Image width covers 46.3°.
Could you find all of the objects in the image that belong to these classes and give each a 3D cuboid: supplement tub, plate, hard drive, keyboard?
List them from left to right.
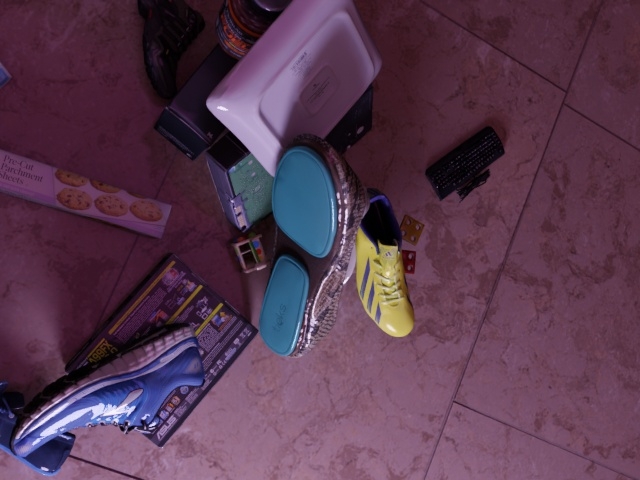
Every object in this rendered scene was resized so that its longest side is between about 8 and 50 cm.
[{"bbox_3d":[-0.094,-0.346,1.129,0.105,0.198,0.106,1,86,-17],"label":"supplement tub"},{"bbox_3d":[-0.043,-0.181,1.326,0.339,0.237,0.064,-43,69,-16],"label":"hard drive"},{"bbox_3d":[-0.016,-0.240,1.147,0.045,0.278,0.277,41,88,27],"label":"plate"},{"bbox_3d":[0.314,-0.153,1.554,0.192,0.038,0.100,-36,101,-16],"label":"keyboard"}]

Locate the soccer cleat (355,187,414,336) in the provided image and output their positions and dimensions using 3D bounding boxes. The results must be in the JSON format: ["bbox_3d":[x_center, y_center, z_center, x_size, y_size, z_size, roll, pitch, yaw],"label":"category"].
[{"bbox_3d":[0.116,0.045,1.383,0.093,0.121,0.289,-18,95,-20],"label":"soccer cleat"}]

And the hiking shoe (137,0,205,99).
[{"bbox_3d":[-0.257,-0.364,1.323,0.114,0.086,0.227,-6,91,-17],"label":"hiking shoe"}]

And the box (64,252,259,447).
[{"bbox_3d":[-0.275,0.191,1.322,0.216,0.060,0.270,43,76,-14],"label":"box"}]

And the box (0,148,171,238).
[{"bbox_3d":[-0.418,-0.079,1.271,0.323,0.063,0.067,19,82,-19],"label":"box"}]

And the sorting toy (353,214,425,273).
[{"bbox_3d":[0.070,-0.003,1.457,0.274,0.046,0.133,3,88,-19],"label":"sorting toy"}]

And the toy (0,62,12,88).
[{"bbox_3d":[-0.583,-0.198,1.172,0.056,0.137,0.237,40,77,13],"label":"toy"}]

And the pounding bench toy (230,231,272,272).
[{"bbox_3d":[-0.124,0.020,1.366,0.052,0.083,0.065,-22,97,-19],"label":"pounding bench toy"}]

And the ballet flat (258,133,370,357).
[{"bbox_3d":[0.000,0.000,1.277,0.164,0.483,0.182,37,47,27],"label":"ballet flat"}]

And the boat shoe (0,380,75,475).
[{"bbox_3d":[-0.518,0.282,1.223,0.258,0.109,0.089,47,67,-30],"label":"boat shoe"}]

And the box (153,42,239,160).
[{"bbox_3d":[-0.164,-0.278,1.304,0.103,0.184,0.261,40,76,-15],"label":"box"}]

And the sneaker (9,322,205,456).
[{"bbox_3d":[-0.329,0.262,1.199,0.329,0.129,0.147,-26,97,-21],"label":"sneaker"}]
